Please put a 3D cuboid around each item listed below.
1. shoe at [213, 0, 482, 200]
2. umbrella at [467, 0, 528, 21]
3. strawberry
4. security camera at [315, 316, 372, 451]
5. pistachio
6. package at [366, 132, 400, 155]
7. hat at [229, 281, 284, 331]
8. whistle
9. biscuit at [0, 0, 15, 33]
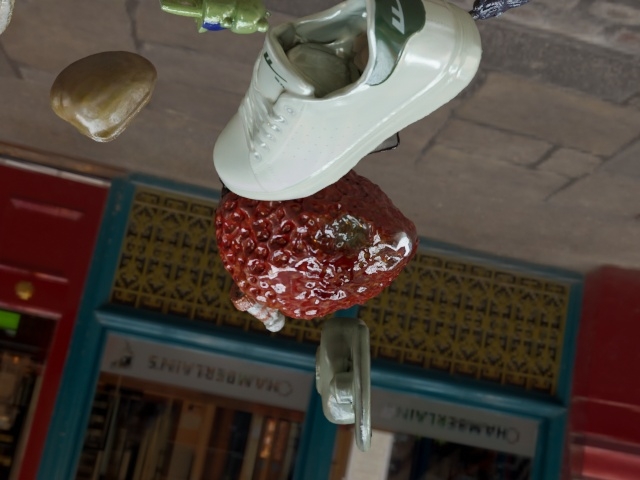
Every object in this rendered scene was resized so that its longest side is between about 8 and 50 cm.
[{"bbox_3d":[-0.023,-0.145,0.879,0.363,0.131,0.160,-26,155,39],"label":"shoe"},{"bbox_3d":[0.368,-0.503,1.785,0.071,0.070,0.248,19,157,-34],"label":"umbrella"},{"bbox_3d":[-0.011,0.005,1.364,0.292,0.291,0.310,18,-158,-31],"label":"strawberry"},{"bbox_3d":[0.032,0.183,1.137,0.080,0.157,0.301,0,180,0],"label":"security camera"},{"bbox_3d":[-0.542,-0.381,2.142,0.213,0.260,0.163,44,160,-6],"label":"pistachio"},{"bbox_3d":[0.104,-0.303,1.871,0.030,0.239,0.154,1,172,-43],"label":"package"},{"bbox_3d":[-0.131,0.147,1.962,0.094,0.112,0.162,-14,129,40],"label":"hat"},{"bbox_3d":[-0.203,-0.453,1.678,0.228,0.105,0.085,-2,141,-23],"label":"whistle"},{"bbox_3d":[-0.559,-0.535,1.324,0.079,0.425,0.144,-13,173,-28],"label":"biscuit"}]
